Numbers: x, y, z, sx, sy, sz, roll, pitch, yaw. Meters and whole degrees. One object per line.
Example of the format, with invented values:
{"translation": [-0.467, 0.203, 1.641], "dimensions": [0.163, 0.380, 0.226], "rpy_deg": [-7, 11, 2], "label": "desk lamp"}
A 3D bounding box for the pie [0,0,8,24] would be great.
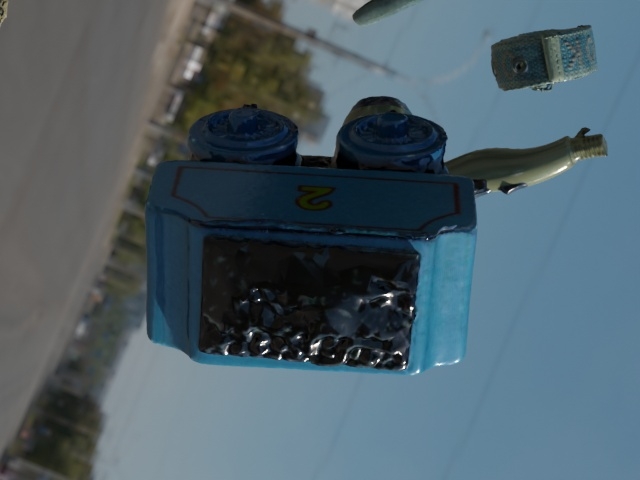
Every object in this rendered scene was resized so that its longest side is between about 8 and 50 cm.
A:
{"translation": [-0.431, -0.251, 1.803], "dimensions": [0.052, 0.218, 0.185], "rpy_deg": [49, 29, -79], "label": "pie"}

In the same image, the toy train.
{"translation": [0.000, 0.000, 1.534], "dimensions": [0.265, 0.300, 0.188], "rpy_deg": [-85, 178, -62], "label": "toy train"}

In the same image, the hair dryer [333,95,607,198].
{"translation": [0.126, -0.001, 1.775], "dimensions": [0.119, 0.298, 0.296], "rpy_deg": [41, 63, -58], "label": "hair dryer"}

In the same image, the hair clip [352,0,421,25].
{"translation": [0.082, -0.412, 1.721], "dimensions": [0.392, 0.318, 0.238], "rpy_deg": [-18, -162, 41], "label": "hair clip"}

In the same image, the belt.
{"translation": [0.293, -0.235, 2.216], "dimensions": [0.147, 0.163, 0.082], "rpy_deg": [-6, -83, 44], "label": "belt"}
